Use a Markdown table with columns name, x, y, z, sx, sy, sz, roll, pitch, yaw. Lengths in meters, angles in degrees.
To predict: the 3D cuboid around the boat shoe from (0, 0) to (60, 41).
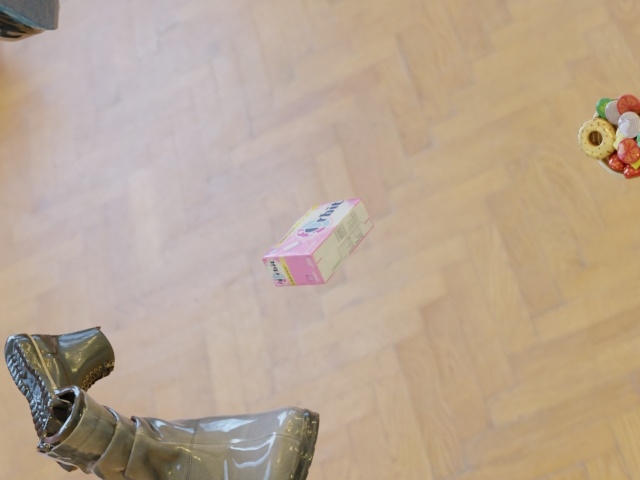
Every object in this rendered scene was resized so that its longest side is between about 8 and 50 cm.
| name | x | y | z | sx | sy | sz | roll | pitch | yaw |
| --- | --- | --- | --- | --- | --- | --- | --- | --- | --- |
| boat shoe | -0.252 | -0.172 | 0.791 | 0.089 | 0.258 | 0.109 | -7 | 71 | 15 |

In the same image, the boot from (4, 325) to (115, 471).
| name | x | y | z | sx | sy | sz | roll | pitch | yaw |
| --- | --- | --- | --- | --- | --- | --- | --- | --- | --- |
| boot | -0.305 | 0.192 | 1.664 | 0.077 | 0.137 | 0.198 | -51 | 59 | 42 |

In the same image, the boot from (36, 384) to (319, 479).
| name | x | y | z | sx | sy | sz | roll | pitch | yaw |
| --- | --- | --- | --- | --- | --- | --- | --- | --- | --- |
| boot | -0.163 | 0.214 | 1.332 | 0.338 | 0.223 | 0.118 | -34 | 34 | 52 |

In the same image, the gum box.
| name | x | y | z | sx | sy | sz | roll | pitch | yaw |
| --- | --- | --- | --- | --- | --- | --- | --- | --- | --- |
| gum box | 0.000 | 0.000 | 2.198 | 0.107 | 0.062 | 0.188 | -5 | 30 | 38 |

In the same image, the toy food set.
| name | x | y | z | sx | sy | sz | roll | pitch | yaw |
| --- | --- | --- | --- | --- | --- | --- | --- | --- | --- |
| toy food set | 0.291 | -0.100 | 1.248 | 0.020 | 0.082 | 0.083 | -15 | 56 | -41 |
